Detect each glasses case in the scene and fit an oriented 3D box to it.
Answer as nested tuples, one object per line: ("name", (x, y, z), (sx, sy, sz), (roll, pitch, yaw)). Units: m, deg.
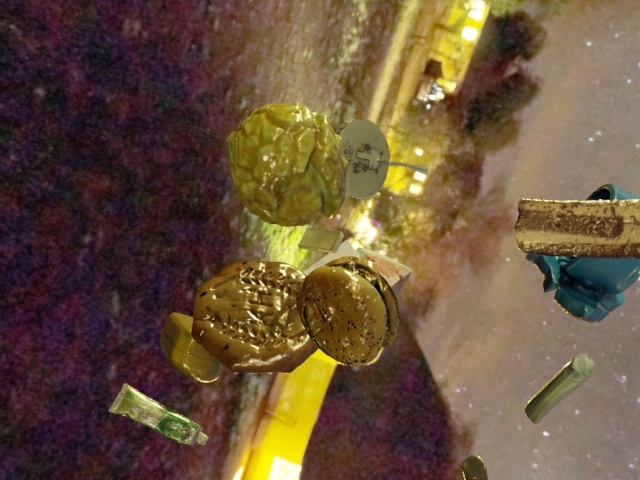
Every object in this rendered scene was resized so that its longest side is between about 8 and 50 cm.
("glasses case", (-0.364, 0.313, 1.679), (0.371, 0.173, 0.141), (4, -106, 69))

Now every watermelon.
("watermelon", (0.226, 0.169, 2.121), (0.213, 0.261, 0.201), (-67, -154, 15))

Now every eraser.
("eraser", (-0.002, 0.121, 2.022), (0.298, 0.076, 0.078), (-37, 168, -12))

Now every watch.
("watch", (0.640, 0.026, 1.331), (0.275, 0.241, 0.305), (-64, 178, 39))

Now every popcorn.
("popcorn", (-0.068, -0.166, 1.240), (0.282, 0.281, 0.247), (98, -13, -61))

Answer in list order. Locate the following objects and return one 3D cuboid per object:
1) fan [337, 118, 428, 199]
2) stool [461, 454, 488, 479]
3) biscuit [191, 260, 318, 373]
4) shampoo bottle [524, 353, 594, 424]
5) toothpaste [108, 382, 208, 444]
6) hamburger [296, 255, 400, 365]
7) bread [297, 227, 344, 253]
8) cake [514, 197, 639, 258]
("fan", (0.188, -0.234, 1.731), (0.414, 0.012, 0.233), (-1, 98, -39))
("stool", (0.307, 0.585, 1.135), (0.272, 0.271, 0.179), (-64, 143, -45))
("biscuit", (-0.143, 0.176, 1.423), (0.359, 0.358, 0.046), (-64, 165, -45))
("shampoo bottle", (0.507, 0.320, 1.243), (0.072, 0.049, 0.213), (-30, 152, -36))
("toothpaste", (-0.390, 0.438, 1.424), (0.078, 0.247, 0.047), (-63, -177, -17))
("hamburger", (0.041, 0.122, 0.949), (0.186, 0.177, 0.113), (-58, 173, 32))
("bread", (0.000, 0.000, 1.681), (0.028, 0.153, 0.068), (41, 66, -38))
("cake", (0.486, -0.024, 1.100), (0.135, 0.245, 0.113), (-18, 109, -79))
